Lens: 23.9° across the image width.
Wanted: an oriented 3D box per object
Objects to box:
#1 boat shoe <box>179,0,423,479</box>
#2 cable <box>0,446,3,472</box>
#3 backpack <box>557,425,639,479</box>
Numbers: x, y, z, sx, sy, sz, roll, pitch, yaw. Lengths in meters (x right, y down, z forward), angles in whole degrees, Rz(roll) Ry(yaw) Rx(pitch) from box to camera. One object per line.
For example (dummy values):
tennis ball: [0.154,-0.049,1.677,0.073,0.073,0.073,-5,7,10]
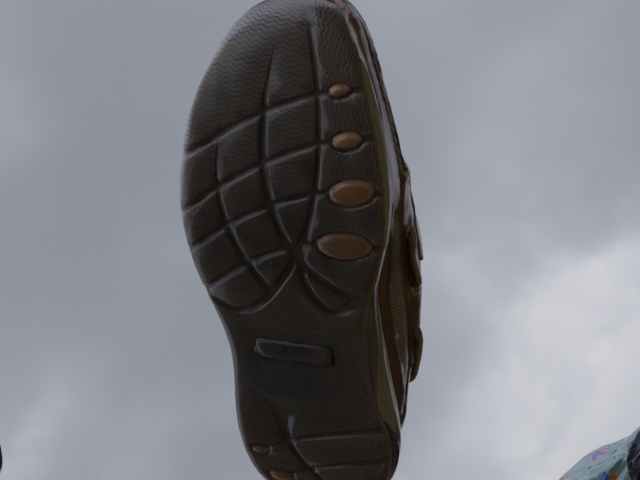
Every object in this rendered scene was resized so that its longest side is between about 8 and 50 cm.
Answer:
boat shoe: [0.000,0.000,0.861,0.116,0.123,0.324,-57,-27,-50]
cable: [-0.285,0.184,1.130,0.072,0.139,0.287,-21,-1,-21]
backpack: [0.250,0.221,1.215,0.115,0.152,0.182,-17,-12,-35]
